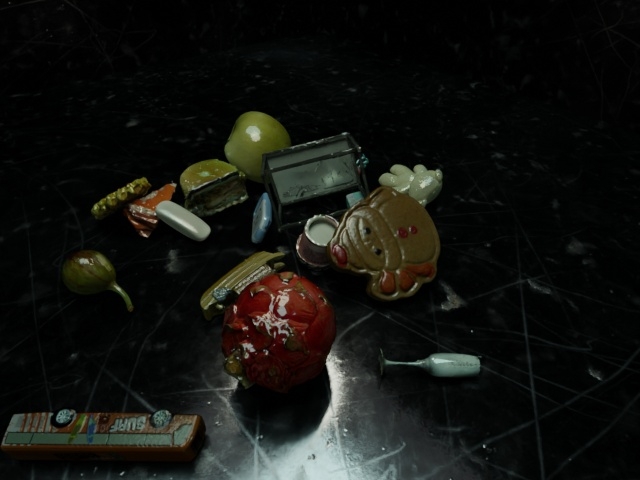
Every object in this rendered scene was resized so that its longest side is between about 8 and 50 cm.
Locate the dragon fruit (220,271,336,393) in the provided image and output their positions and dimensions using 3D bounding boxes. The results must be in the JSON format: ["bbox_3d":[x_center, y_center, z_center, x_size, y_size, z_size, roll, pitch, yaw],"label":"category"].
[{"bbox_3d":[-0.098,0.220,1.073,0.277,0.277,0.342,17,33,19],"label":"dragon fruit"}]

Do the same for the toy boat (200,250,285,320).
[{"bbox_3d":[-0.222,0.132,1.310,0.115,0.089,0.310,29,47,26],"label":"toy boat"}]

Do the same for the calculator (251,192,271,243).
[{"bbox_3d":[-0.208,-0.081,1.549,0.039,0.121,0.210,19,36,-21],"label":"calculator"}]

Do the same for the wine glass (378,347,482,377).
[{"bbox_3d":[0.282,0.316,1.117,0.262,0.074,0.074,2,40,1],"label":"wine glass"}]

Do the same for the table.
[{"bbox_3d":[-0.019,-0.210,1.531,0.335,0.222,0.272,-15,24,2],"label":"table"}]

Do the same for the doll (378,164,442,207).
[{"bbox_3d":[0.368,-0.227,1.756,0.149,0.175,0.278,19,12,-43],"label":"doll"}]

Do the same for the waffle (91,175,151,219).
[{"bbox_3d":[-0.704,-0.159,1.573,0.253,0.056,0.249,-25,14,35],"label":"waffle"}]

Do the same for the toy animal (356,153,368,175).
[{"bbox_3d":[0.104,-0.299,1.847,0.208,0.100,0.103,-24,23,-15],"label":"toy animal"}]

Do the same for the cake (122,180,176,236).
[{"bbox_3d":[-0.616,-0.136,1.605,0.135,0.098,0.287,22,37,-4],"label":"cake"}]

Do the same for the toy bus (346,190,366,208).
[{"bbox_3d":[0.165,-0.079,1.581,0.109,0.091,0.262,-13,39,-1],"label":"toy bus"}]

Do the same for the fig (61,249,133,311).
[{"bbox_3d":[-0.645,0.126,1.301,0.245,0.149,0.149,34,44,0],"label":"fig"}]

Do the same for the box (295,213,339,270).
[{"bbox_3d":[0.000,0.000,1.408,0.151,0.135,0.151,5,55,-7],"label":"box"}]

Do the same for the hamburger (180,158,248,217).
[{"bbox_3d":[-0.414,-0.208,1.654,0.288,0.168,0.192,-28,47,-32],"label":"hamburger"}]

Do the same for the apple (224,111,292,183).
[{"bbox_3d":[-0.247,-0.399,1.808,0.258,0.233,0.295,24,26,-17],"label":"apple"}]

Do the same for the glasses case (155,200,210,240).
[{"bbox_3d":[-0.482,-0.069,1.531,0.204,0.051,0.081,34,44,-1],"label":"glasses case"}]

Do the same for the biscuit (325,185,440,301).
[{"bbox_3d":[0.198,0.010,1.350,0.381,0.074,0.359,-17,75,-25],"label":"biscuit"}]

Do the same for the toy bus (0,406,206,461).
[{"bbox_3d":[-0.463,0.423,0.951,0.408,0.093,0.092,0,47,0],"label":"toy bus"}]
